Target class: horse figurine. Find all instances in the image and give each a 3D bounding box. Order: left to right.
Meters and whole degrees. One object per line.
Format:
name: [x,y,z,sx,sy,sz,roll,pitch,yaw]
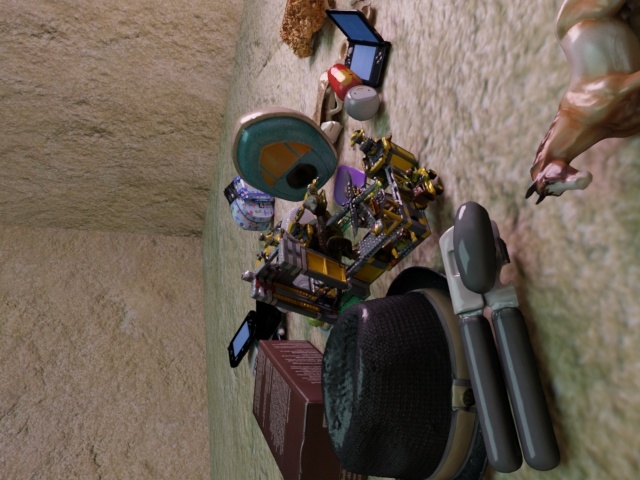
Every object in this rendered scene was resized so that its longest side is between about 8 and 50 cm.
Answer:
horse figurine: [0.258,-0.172,0.398,0.174,0.066,0.264,-11,78,63]

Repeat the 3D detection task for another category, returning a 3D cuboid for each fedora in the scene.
fedora: [0.090,0.200,0.656,0.334,0.152,0.334,-176,90,-70]

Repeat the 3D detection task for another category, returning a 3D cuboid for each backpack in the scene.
backpack: [-0.228,-0.123,1.594,0.117,0.158,0.173,-41,59,38]

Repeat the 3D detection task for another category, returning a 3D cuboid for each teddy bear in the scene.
teddy bear: [-0.040,-0.618,1.270,0.338,0.113,0.245,174,107,-77]

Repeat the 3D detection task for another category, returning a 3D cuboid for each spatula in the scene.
spatula: [0.092,-0.084,0.880,0.296,0.030,0.084,-142,62,-66]

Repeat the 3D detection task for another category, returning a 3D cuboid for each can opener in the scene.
can opener: [0.180,0.099,0.513,0.074,0.093,0.281,-22,66,34]

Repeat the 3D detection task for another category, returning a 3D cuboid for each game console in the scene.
game console: [-0.210,0.269,1.480,0.361,0.043,0.213,-57,24,27]
game console: [0.061,-0.372,0.915,0.144,0.085,0.124,44,127,54]

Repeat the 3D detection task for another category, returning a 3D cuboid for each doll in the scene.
doll: [-0.117,0.314,1.354,0.189,0.046,0.129,-113,34,-51]

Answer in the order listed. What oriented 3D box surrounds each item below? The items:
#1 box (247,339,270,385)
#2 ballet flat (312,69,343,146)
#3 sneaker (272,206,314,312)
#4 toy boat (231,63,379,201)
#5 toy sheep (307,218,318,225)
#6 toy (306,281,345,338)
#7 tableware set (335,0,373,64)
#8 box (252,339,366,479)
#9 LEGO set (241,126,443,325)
box: [-0.173,0.396,1.468,0.244,0.060,0.101,-127,45,-61]
ballet flat: [0.020,-0.282,1.069,0.067,0.073,0.206,19,108,55]
sneaker: [-0.081,0.052,1.236,0.153,0.101,0.269,165,114,-70]
toy boat: [-0.025,-0.207,0.954,0.318,0.267,0.148,-44,53,19]
toy sheep: [0.000,0.000,1.041,0.132,0.091,0.091,-109,30,-58]
toy: [0.002,0.148,1.047,0.237,0.056,0.137,-163,79,-69]
tableware set: [0.073,-0.441,1.016,0.141,0.020,0.169,-124,43,-59]
box: [-0.035,0.350,0.995,0.381,0.143,0.191,-163,78,-71]
LEGO set: [0.005,-0.032,0.745,0.331,0.192,0.255,-42,37,40]
